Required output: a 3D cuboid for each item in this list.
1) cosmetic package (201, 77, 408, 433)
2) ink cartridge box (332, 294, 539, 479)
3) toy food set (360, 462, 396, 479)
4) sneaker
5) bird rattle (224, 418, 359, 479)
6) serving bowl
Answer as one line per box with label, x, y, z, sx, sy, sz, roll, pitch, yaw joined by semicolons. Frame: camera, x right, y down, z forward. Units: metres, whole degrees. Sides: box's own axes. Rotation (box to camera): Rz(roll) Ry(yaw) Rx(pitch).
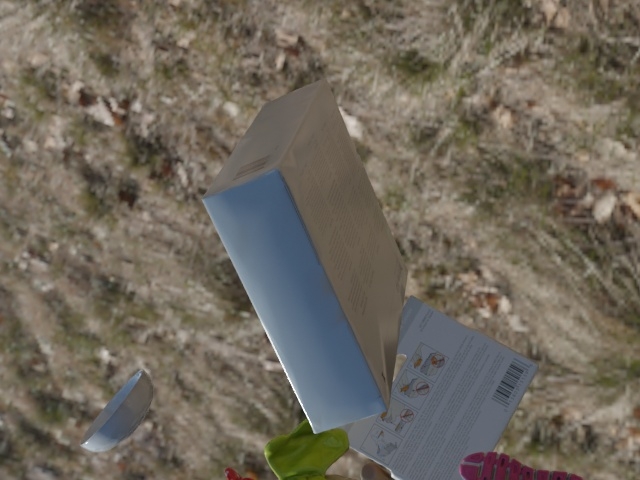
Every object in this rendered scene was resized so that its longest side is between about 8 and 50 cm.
cosmetic package;0.000;0.000;1.324;0.097;0.377;0.284;-22;106;15
ink cartridge box;0.185;0.264;1.880;0.239;0.275;0.060;29;170;11
toy food set;0.114;0.477;2.009;0.111;0.232;0.104;-10;148;27
sneaker;0.266;0.325;1.529;0.170;0.063;0.075;11;157;6
bird rattle;-0.018;0.362;1.571;0.207;0.143;0.253;18;139;-15
serving bowl;-0.170;0.152;0.997;0.027;0.083;0.083;42;139;-8
